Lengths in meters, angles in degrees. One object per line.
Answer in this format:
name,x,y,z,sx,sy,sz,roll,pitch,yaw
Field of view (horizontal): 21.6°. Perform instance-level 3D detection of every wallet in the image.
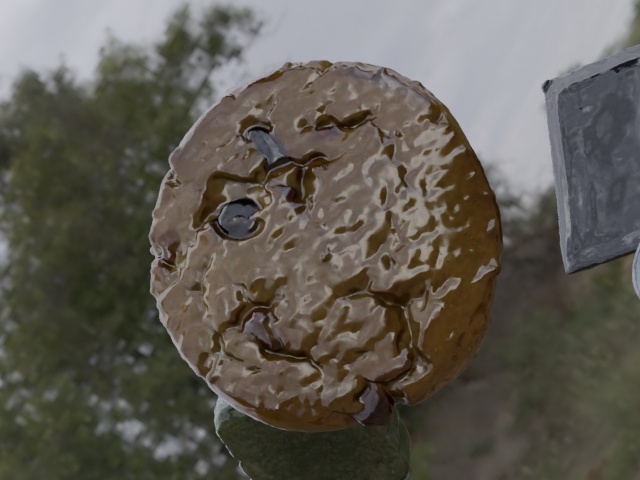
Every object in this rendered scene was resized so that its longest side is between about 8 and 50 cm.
wallet,0.388,-0.116,1.782,0.041,0.323,0.247,31,-131,-48

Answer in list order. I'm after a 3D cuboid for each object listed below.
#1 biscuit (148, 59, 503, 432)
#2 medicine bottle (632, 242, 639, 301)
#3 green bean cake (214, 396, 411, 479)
biscuit,-0.001,-0.001,1.275,0.296,0.296,0.075,-59,-19,-4
medicine bottle,0.330,0.043,1.273,0.083,0.203,0.083,-27,53,43
green bean cake,-0.006,0.213,1.903,0.183,0.185,0.094,-21,28,16
